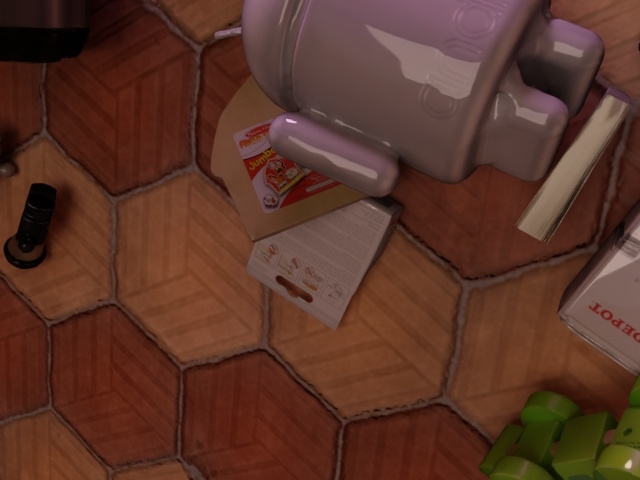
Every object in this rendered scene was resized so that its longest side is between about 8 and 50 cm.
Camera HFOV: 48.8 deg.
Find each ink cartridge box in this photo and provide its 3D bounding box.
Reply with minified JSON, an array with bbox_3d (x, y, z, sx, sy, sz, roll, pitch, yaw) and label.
[{"bbox_3d":[0.000,0.000,0.849,0.145,0.045,0.179,32,125,13],"label":"ink cartridge box"},{"bbox_3d":[0.353,0.027,0.658,0.158,0.092,0.218,36,114,11],"label":"ink cartridge box"}]

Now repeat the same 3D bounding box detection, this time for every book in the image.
[{"bbox_3d":[0.244,-0.076,0.677,0.035,0.096,0.144,31,116,11],"label":"book"}]

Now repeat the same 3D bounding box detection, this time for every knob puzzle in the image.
[{"bbox_3d":[-0.031,-0.110,0.791,0.213,0.030,0.213,-1,71,3],"label":"knob puzzle"}]

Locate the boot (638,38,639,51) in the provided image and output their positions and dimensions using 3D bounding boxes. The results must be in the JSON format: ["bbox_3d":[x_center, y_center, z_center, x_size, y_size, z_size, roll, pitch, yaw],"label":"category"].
[{"bbox_3d":[0.399,-0.140,0.578,0.161,0.246,0.084,20,97,-28],"label":"boot"}]

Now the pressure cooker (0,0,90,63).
[{"bbox_3d":[-0.433,-0.416,0.750,0.369,0.375,0.421,9,108,5],"label":"pressure cooker"}]

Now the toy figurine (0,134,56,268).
[{"bbox_3d":[-0.493,-0.037,0.965,0.209,0.213,0.148,44,131,9],"label":"toy figurine"}]

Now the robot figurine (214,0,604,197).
[{"bbox_3d":[0.073,-0.185,0.666,0.353,0.200,0.300,26,73,16],"label":"robot figurine"}]

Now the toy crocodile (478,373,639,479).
[{"bbox_3d":[0.272,0.208,0.669,0.105,0.115,0.340,46,145,-8],"label":"toy crocodile"}]
